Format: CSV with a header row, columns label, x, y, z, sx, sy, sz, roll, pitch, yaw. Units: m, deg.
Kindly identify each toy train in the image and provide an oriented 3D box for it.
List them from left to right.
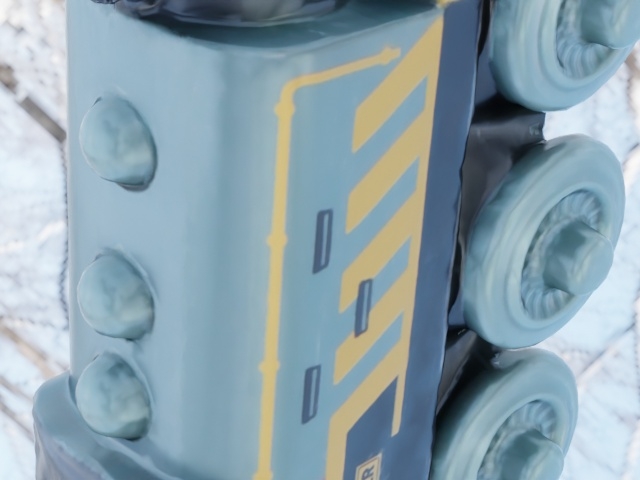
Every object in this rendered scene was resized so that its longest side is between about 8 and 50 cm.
label,x,y,z,sx,sy,sz,roll,pitch,yaw
toy train,0.000,0.000,0.575,0.190,0.334,0.142,-24,-139,-40
